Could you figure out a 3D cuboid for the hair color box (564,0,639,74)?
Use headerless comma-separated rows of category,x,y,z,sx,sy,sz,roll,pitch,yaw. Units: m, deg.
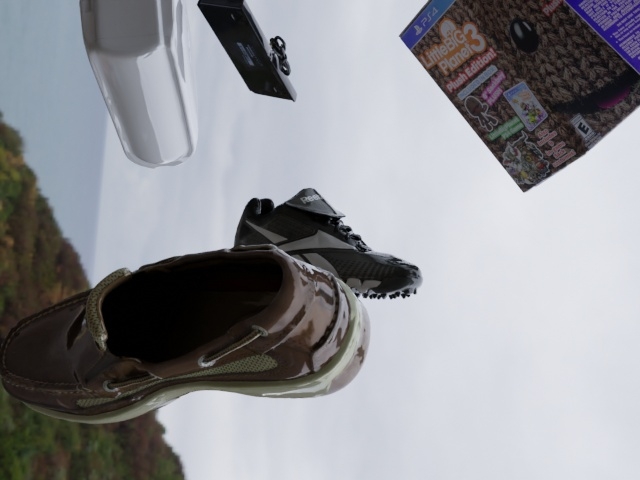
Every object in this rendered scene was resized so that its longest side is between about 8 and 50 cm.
hair color box,0.409,-0.294,1.052,0.110,0.339,0.185,-37,-153,34

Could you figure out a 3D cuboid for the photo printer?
photo printer,-0.213,-0.247,1.034,0.307,0.107,0.256,97,-14,-69

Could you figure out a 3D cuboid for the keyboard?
keyboard,-0.081,-0.249,1.116,0.023,0.108,0.180,-61,147,-19

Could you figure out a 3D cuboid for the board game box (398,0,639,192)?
board game box,0.302,-0.259,1.199,0.291,0.232,0.141,51,-30,1

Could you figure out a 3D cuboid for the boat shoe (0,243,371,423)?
boat shoe,-0.103,0.046,0.498,0.095,0.257,0.095,45,40,-49

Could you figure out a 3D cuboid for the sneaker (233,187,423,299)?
sneaker,0.000,0.000,0.874,0.234,0.078,0.106,9,-88,34
